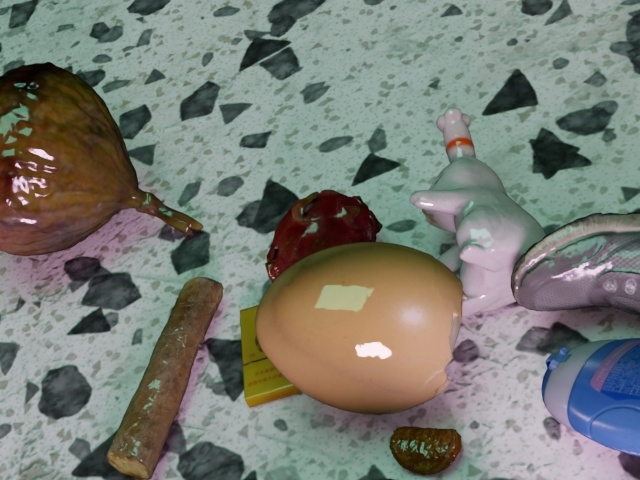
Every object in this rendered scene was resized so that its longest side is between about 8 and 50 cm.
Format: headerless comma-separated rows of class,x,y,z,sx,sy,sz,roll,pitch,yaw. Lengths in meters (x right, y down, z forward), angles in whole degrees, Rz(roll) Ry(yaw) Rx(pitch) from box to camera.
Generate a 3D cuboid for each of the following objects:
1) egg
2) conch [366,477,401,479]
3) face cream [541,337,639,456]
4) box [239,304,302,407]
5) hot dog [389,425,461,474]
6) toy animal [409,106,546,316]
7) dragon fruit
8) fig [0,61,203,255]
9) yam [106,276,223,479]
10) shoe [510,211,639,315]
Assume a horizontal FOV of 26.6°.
egg,0.046,0.099,1.575,0.244,0.201,0.201,5,44,-8
conch,0.051,0.338,1.355,0.352,0.210,0.297,18,40,31
face cream,0.341,0.162,1.427,0.149,0.083,0.264,-42,27,-27
box,-0.059,0.138,1.732,0.086,0.023,0.155,-19,43,12
hot dog,0.121,0.236,1.536,0.083,0.035,0.058,1,49,27
toy animal,0.182,-0.034,1.703,0.138,0.140,0.282,-22,45,-8
dragon fruit,0.000,0.000,1.759,0.166,0.133,0.136,-30,49,-6
fig,-0.341,-0.084,1.972,0.368,0.286,0.286,21,53,-1
yam,-0.194,0.169,1.739,0.066,0.066,0.300,-1,48,26
shoe,0.391,0.055,1.530,0.336,0.132,0.171,-16,52,7
